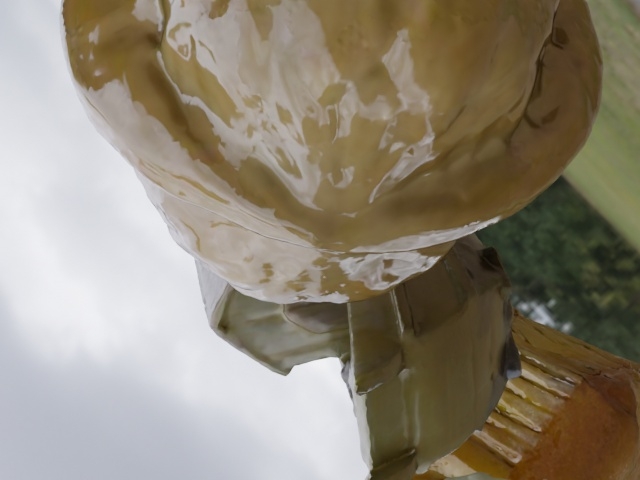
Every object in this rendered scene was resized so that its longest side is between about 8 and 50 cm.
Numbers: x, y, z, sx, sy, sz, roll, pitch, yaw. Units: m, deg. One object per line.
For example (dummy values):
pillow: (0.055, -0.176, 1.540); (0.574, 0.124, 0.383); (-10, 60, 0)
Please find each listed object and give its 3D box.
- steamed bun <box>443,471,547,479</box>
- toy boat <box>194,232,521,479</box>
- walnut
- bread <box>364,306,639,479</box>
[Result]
steamed bun: (0.017, 0.243, 0.427); (0.290, 0.272, 0.274); (-39, -65, -51)
toy boat: (0.000, 0.000, 0.787); (0.445, 0.162, 0.136); (-118, 18, -64)
walnut: (0.008, -0.091, 0.561); (0.257, 0.224, 0.257); (8, -132, -9)
bread: (0.149, 0.204, 0.965); (0.156, 0.288, 0.204); (25, 169, 39)
